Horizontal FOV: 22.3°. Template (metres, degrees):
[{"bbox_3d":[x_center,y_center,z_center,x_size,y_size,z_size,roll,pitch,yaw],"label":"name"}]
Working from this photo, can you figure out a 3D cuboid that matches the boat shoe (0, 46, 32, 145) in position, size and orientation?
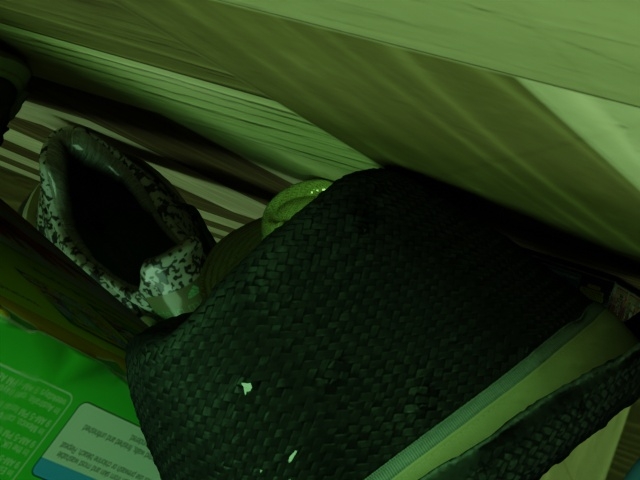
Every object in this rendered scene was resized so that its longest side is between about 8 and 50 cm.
[{"bbox_3d":[-0.199,-0.070,0.859,0.080,0.073,0.223,20,178,-4],"label":"boat shoe"}]

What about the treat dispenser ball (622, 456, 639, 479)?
[{"bbox_3d":[0.316,0.237,1.047,0.288,0.288,0.288,20,177,1],"label":"treat dispenser ball"}]

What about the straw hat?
[{"bbox_3d":[0.000,0.000,0.915,0.144,0.144,0.061,18,134,25],"label":"straw hat"}]

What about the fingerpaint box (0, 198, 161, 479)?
[{"bbox_3d":[-0.275,0.024,0.846,0.371,0.163,0.445,37,180,36],"label":"fingerpaint box"}]

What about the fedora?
[{"bbox_3d":[0.020,0.062,0.743,0.152,0.334,0.334,54,-179,6],"label":"fedora"}]

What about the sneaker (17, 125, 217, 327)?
[{"bbox_3d":[-0.091,0.072,1.180,0.410,0.158,0.182,44,167,16],"label":"sneaker"}]

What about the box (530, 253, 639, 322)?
[{"bbox_3d":[0.149,0.035,0.954,0.094,0.027,0.137,20,178,30],"label":"box"}]
